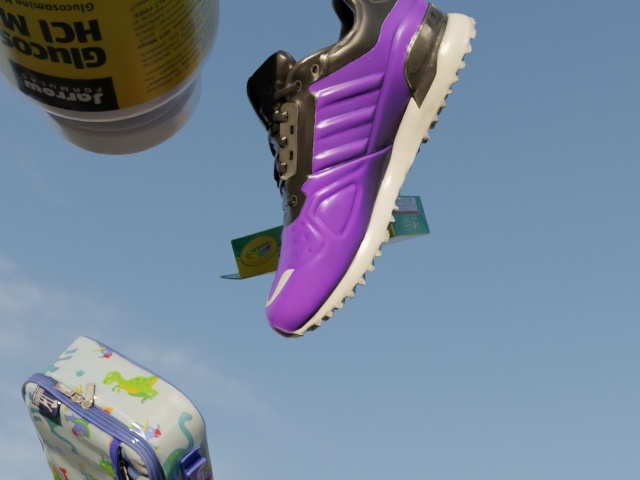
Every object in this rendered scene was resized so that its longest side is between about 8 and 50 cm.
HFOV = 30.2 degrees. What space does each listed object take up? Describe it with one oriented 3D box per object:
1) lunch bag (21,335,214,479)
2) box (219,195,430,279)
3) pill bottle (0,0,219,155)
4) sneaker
[{"bbox_3d":[-0.178,0.204,1.098,0.176,0.090,0.219,27,-40,27],"label":"lunch bag"},{"bbox_3d":[0.000,0.000,1.094,0.179,0.043,0.105,-18,-5,22],"label":"box"},{"bbox_3d":[-0.172,-0.209,0.881,0.188,0.187,0.334,2,-28,2],"label":"pill bottle"},{"bbox_3d":[-0.002,-0.073,0.934,0.146,0.293,0.102,26,-7,-10],"label":"sneaker"}]
